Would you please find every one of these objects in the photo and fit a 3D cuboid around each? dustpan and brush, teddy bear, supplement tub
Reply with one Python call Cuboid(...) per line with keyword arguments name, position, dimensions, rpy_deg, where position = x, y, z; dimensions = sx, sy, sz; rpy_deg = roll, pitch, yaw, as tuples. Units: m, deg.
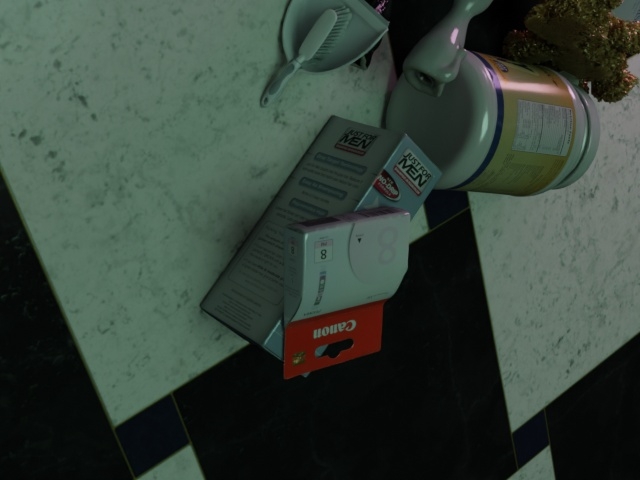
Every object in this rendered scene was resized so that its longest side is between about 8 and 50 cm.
Cuboid(name="dustpan and brush", position=(-0.017, -0.280, 1.431), dimensions=(0.211, 0.147, 0.060), rpy_deg=(-52, 166, 25))
Cuboid(name="teddy bear", position=(0.454, -0.346, 1.691), dimensions=(0.338, 0.245, 0.113), rpy_deg=(32, 63, -43))
Cuboid(name="supplement tub", position=(0.292, -0.189, 1.608), dimensions=(0.316, 0.228, 0.228), rpy_deg=(2, 104, -39))

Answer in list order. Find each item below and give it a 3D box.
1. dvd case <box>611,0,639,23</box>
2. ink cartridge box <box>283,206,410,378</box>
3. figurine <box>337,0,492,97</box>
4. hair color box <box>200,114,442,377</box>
Cuboid(name="dvd case", position=(0.542, -0.429, 1.818), dimensions=(0.253, 0.022, 0.180), rpy_deg=(-12, 132, -35))
Cuboid(name="ink cartridge box", position=(0.037, 0.077, 1.372), dimensions=(0.189, 0.066, 0.232), rpy_deg=(-11, 107, -35))
Cuboid(name="figurine", position=(0.151, -0.347, 1.467), dimensions=(0.209, 0.215, 0.092), rpy_deg=(-61, 157, -10))
Cuboid(name="hair color box", position=(0.000, 0.000, 1.474), dimensions=(0.113, 0.185, 0.374), rpy_deg=(41, 79, -38))
